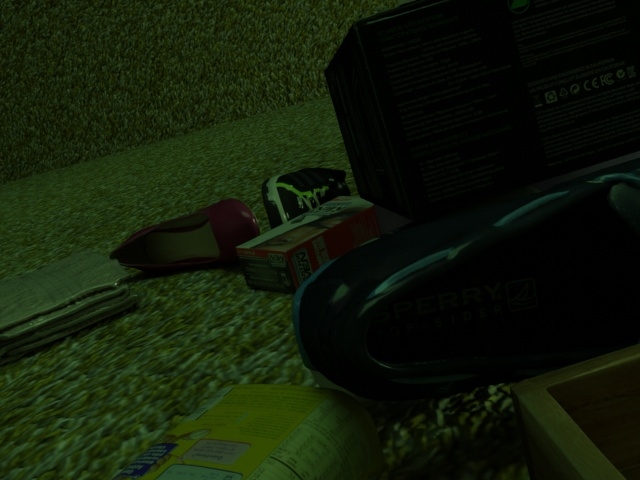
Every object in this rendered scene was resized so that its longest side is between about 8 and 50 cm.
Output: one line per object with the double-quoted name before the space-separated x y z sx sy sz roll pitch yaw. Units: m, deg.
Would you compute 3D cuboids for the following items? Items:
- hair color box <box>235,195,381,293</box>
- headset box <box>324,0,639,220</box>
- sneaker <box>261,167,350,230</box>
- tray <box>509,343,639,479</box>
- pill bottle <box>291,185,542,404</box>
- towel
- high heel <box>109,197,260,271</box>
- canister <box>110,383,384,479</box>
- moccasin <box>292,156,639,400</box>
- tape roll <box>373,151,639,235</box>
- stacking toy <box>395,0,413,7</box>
"hair color box" 0.000 0.000 0.853 0.167 0.053 0.093 -30 21 -37
"headset box" 0.143 -0.120 0.597 0.247 0.131 0.283 -17 7 -1
"sneaker" -0.011 -0.063 1.021 0.097 0.084 0.234 -11 16 14
"tray" 0.307 0.067 0.283 0.411 0.076 0.203 -18 16 -2
"pill bottle" 0.080 0.040 0.525 0.187 0.112 0.112 -22 17 -20
"towel" -0.351 0.073 0.961 0.187 0.049 0.282 -23 17 -26
"high heel" -0.174 0.001 0.952 0.117 0.082 0.244 -18 10 -35
"canister" -0.056 0.143 0.382 0.126 0.073 0.170 -5 18 34
"moccasin" 0.160 0.029 0.419 0.342 0.137 0.117 -19 4 -11
"tape roll" 0.192 -0.038 0.727 0.275 0.090 0.275 -14 15 4
"stacking toy" 0.351 -0.319 1.257 0.351 0.350 0.480 -9 2 26
